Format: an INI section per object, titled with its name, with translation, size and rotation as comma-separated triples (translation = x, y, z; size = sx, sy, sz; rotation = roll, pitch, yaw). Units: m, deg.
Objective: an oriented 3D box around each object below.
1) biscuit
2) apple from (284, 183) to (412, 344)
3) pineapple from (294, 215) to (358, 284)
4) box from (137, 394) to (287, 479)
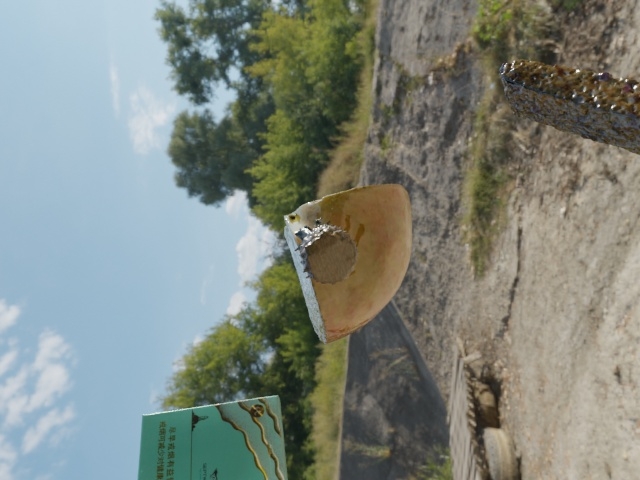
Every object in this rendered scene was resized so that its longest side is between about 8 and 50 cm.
[biscuit]
translation = 0.233, -0.101, 0.402
size = 0.034, 0.199, 0.064
rotation = -54, -41, 0
[apple]
translation = 0.039, 0.024, 0.919
size = 0.314, 0.252, 0.309
rotation = -61, 7, -9
[pineapple]
translation = 0.000, 0.000, 0.501
size = 0.124, 0.058, 0.058
rotation = -122, 34, -70
[box]
translation = -0.171, 0.346, 0.813
size = 0.041, 0.229, 0.162
rotation = 88, 173, -52
